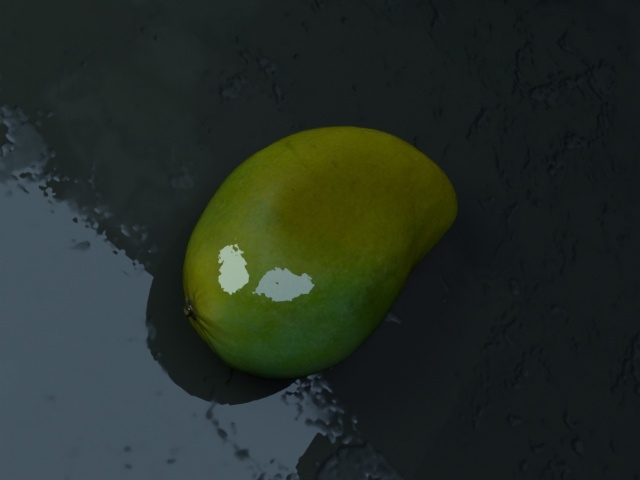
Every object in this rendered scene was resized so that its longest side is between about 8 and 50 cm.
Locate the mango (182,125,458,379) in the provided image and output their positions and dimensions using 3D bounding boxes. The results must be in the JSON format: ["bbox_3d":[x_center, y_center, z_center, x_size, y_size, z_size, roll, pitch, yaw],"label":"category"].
[{"bbox_3d":[-0.004,-0.001,0.594,0.122,0.085,0.191,37,53,4],"label":"mango"}]
